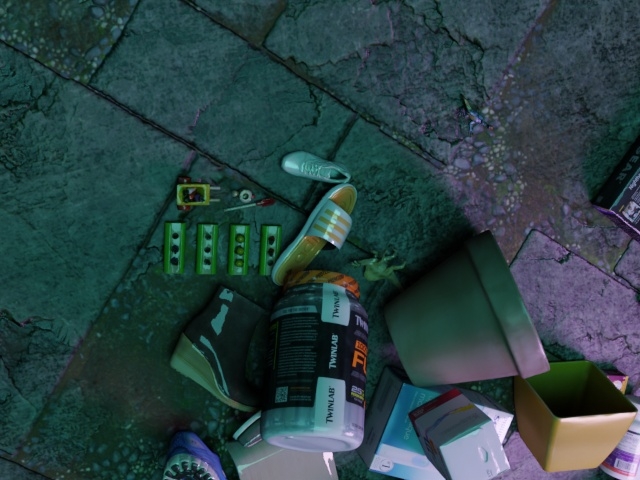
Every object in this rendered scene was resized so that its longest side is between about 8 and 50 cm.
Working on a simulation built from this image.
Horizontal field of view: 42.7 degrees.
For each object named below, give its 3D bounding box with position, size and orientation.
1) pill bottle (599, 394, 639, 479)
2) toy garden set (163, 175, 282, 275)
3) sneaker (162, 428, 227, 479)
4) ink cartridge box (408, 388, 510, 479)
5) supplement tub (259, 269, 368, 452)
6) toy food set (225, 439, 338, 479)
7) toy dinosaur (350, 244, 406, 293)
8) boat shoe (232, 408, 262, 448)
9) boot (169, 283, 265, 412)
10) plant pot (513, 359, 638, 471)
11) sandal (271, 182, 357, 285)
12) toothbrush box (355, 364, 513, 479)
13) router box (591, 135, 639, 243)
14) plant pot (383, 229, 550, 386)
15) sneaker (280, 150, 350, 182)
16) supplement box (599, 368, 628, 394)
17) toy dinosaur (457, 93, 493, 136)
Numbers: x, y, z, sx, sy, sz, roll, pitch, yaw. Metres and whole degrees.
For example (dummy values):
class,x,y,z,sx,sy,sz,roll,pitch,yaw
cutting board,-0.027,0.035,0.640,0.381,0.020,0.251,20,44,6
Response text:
class,x,y,z,sx,sy,sz,roll,pitch,yaw
pill bottle,0.768,0.487,2.034,0.108,0.108,0.193,10,100,-17
toy garden set,-0.197,-0.026,1.694,0.244,0.049,0.203,1,102,-15
sneaker,-0.240,0.527,1.769,0.130,0.147,0.330,-14,127,3
ink cartridge box,0.290,0.420,1.725,0.127,0.176,0.128,-26,106,-10
supplement tub,-0.008,0.245,1.662,0.207,0.207,0.338,12,65,-17
toy food set,-0.076,0.554,1.851,0.220,0.092,0.306,-19,108,-22
toy dinosaur,0.143,0.061,1.812,0.183,0.053,0.092,31,111,-31
boat shoe,-0.043,0.368,1.774,0.305,0.109,0.091,-30,78,-15
boot,-0.174,0.234,1.740,0.248,0.090,0.207,37,88,-24
plant pot,0.578,0.423,1.928,0.212,0.212,0.187,-1,115,-14
sandal,0.005,0.004,1.724,0.265,0.076,0.102,-53,143,6
toothbrush box,0.257,0.438,1.881,0.295,0.126,0.216,20,96,-19
router box,0.822,-0.137,1.918,0.243,0.081,0.309,35,92,-19
plant pot,0.297,0.176,1.759,0.280,0.323,0.323,-23,108,8
sneaker,-0.007,-0.151,1.710,0.152,0.061,0.053,9,102,-15
supplement box,0.707,0.350,2.021,0.083,0.043,0.055,5,102,-15
toy dinosaur,0.343,-0.271,1.786,0.082,0.047,0.090,5,91,-34
